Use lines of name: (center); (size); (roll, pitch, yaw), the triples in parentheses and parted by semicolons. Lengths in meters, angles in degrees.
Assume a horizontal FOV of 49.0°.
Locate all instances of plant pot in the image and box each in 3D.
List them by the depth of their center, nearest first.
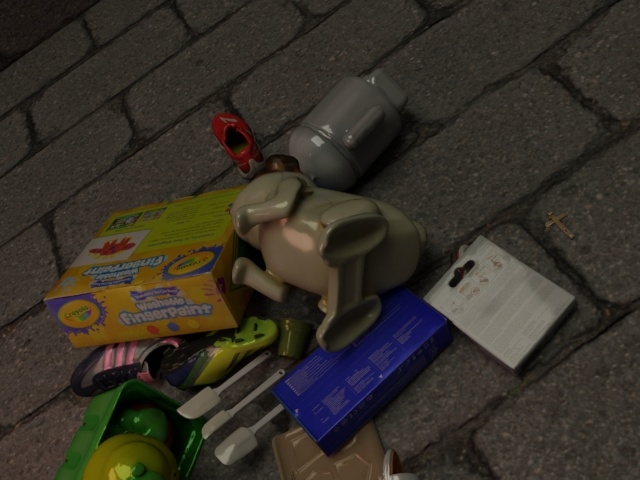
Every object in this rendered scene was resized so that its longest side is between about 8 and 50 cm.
plant pot: (-0.062, 0.219, 1.541); (0.083, 0.083, 0.079); (2, 71, 28)

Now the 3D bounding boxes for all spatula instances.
spatula: (-0.152, 0.340, 1.465); (0.242, 0.019, 0.168); (-33, 56, -32)

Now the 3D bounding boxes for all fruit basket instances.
fruit basket: (-0.363, 0.471, 1.368); (0.391, 0.283, 0.392); (-26, 42, 26)

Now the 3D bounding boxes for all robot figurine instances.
robot figurine: (0.059, -0.261, 1.731); (0.353, 0.200, 0.300); (-48, 10, -11)

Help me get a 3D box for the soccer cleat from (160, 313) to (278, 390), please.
soccer cleat: (-0.215, 0.253, 1.564); (0.289, 0.121, 0.093); (-22, 35, 11)

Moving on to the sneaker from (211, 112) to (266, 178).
sneaker: (-0.236, -0.292, 1.959); (0.107, 0.118, 0.279); (-37, 49, -2)

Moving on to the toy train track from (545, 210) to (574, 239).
toy train track: (0.502, -0.034, 1.469); (0.048, 0.014, 0.083); (-33, 49, 2)

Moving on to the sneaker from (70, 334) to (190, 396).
sneaker: (-0.447, 0.295, 1.653); (0.318, 0.112, 0.131); (-34, 46, 3)

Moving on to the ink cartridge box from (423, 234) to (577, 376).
ink cartridge box: (0.353, 0.124, 1.389); (0.189, 0.066, 0.232); (-46, 53, -8)

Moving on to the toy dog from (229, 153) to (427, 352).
toy dog: (-0.016, -0.034, 1.470); (0.395, 0.285, 0.407); (-32, 43, -31)

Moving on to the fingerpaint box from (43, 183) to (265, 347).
fingerpaint box: (-0.360, 0.057, 1.676); (0.444, 0.163, 0.371); (-10, 32, 20)

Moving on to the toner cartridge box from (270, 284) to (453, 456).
toner cartridge box: (0.085, 0.249, 1.413); (0.347, 0.075, 0.165); (-40, 46, -12)

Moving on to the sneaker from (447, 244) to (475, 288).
sneaker: (0.295, 0.090, 1.471); (0.064, 0.061, 0.158); (-27, 48, 50)

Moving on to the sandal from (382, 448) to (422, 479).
sandal: (0.166, 0.494, 1.216); (0.076, 0.102, 0.266); (-15, 60, 15)

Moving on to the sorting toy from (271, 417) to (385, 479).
sorting toy: (0.022, 0.432, 1.371); (0.208, 0.038, 0.193); (-24, 50, 4)
